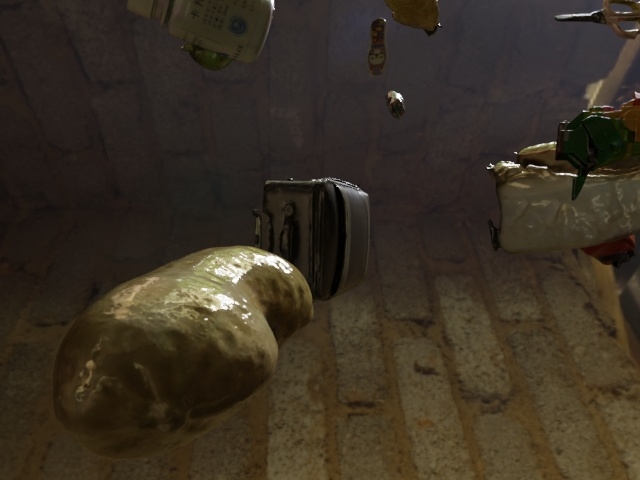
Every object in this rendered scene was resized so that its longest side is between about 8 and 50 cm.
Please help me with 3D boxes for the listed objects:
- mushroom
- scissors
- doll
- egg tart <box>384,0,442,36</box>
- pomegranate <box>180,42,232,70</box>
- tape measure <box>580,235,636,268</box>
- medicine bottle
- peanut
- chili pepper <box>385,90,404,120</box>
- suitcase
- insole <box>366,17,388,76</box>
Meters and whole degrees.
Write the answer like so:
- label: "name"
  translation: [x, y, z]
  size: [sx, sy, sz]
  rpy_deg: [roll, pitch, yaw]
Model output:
- label: "mushroom"
  translation: [0.616, -0.124, 1.166]
  size: [0.313, 0.397, 0.224]
  rpy_deg: [-25, 102, -45]
- label: "scissors"
  translation: [0.818, -0.643, 1.493]
  size: [0.024, 0.317, 0.160]
  rpy_deg: [114, -33, -68]
- label: "doll"
  translation: [0.500, -0.171, 0.898]
  size: [0.134, 0.186, 0.106]
  rpy_deg: [68, 18, 13]
- label: "egg tart"
  translation: [0.164, -0.540, 1.098]
  size: [0.252, 0.098, 0.232]
  rpy_deg: [58, 6, -4]
- label: "pomegranate"
  translation: [-0.341, -0.577, 1.527]
  size: [0.220, 0.156, 0.156]
  rpy_deg: [-43, 140, -52]
- label: "tape measure"
  translation: [0.740, -0.077, 1.445]
  size: [0.114, 0.253, 0.260]
  rpy_deg: [-55, -172, 47]
- label: "medicine bottle"
  translation: [-0.263, -0.521, 1.151]
  size: [0.170, 0.293, 0.170]
  rpy_deg: [-50, -148, 47]
- label: "peanut"
  translation: [-0.091, 0.076, 0.420]
  size: [0.253, 0.137, 0.122]
  rpy_deg: [-41, 148, -66]
- label: "chili pepper"
  translation: [0.179, -0.326, 1.239]
  size: [0.153, 0.041, 0.050]
  rpy_deg: [-86, -176, -60]
- label: "suitcase"
  translation: [0.000, 0.000, 1.219]
  size: [0.434, 0.194, 0.283]
  rpy_deg: [-3, 95, -72]
- label: "insole"
  translation: [0.174, -0.587, 1.571]
  size: [0.004, 0.065, 0.197]
  rpy_deg: [34, 59, -70]
